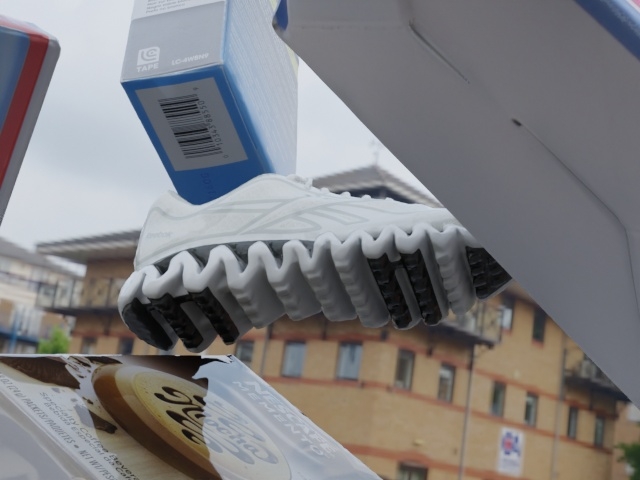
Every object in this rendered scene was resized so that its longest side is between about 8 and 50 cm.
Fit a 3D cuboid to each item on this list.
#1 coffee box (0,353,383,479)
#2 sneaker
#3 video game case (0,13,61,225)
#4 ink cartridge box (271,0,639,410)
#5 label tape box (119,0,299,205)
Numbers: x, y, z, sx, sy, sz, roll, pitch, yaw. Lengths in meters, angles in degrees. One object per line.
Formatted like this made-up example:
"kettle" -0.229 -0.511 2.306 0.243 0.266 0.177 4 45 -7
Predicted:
"coffee box" -0.097 0.162 0.644 0.168 0.119 0.297 35 8 22
"sneaker" 0.000 0.000 0.742 0.292 0.118 0.110 -5 -37 7
"video game case" -0.220 0.010 0.267 0.025 0.204 0.285 33 17 36
"ink cartridge box" 0.211 -0.140 0.528 0.270 0.395 0.151 47 -36 12
"label tape box" -0.108 -0.208 1.147 0.115 0.348 0.249 -11 -41 10
